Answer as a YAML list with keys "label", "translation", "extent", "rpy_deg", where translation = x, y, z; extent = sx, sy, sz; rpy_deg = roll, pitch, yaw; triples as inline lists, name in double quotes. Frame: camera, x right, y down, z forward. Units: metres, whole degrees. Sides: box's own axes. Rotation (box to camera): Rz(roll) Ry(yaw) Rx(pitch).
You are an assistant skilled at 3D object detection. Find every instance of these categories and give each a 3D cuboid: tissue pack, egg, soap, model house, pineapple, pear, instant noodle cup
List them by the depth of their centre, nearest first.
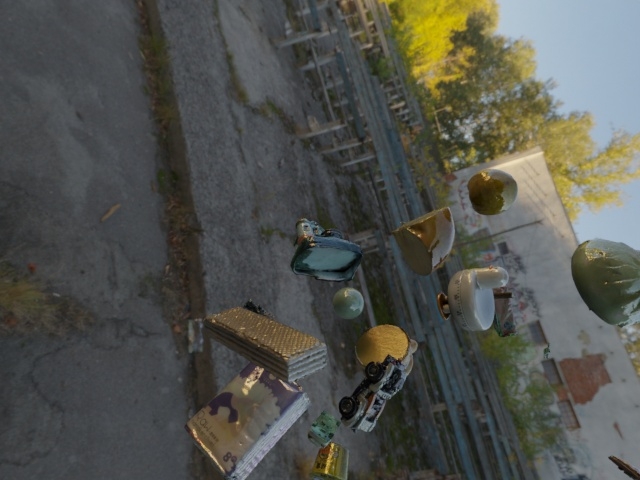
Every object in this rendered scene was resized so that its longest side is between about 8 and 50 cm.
- label: "tissue pack"
  translation: [-0.233, 0.565, 1.361]
  extent: [0.242, 0.343, 0.125]
  rpy_deg: [28, -33, 35]
- label: "model house"
  translation: [0.000, 0.000, 1.621]
  extent: [0.291, 0.253, 0.184]
  rpy_deg: [-110, -145, -47]
- label: "pear"
  translation: [0.741, -0.208, 1.806]
  extent: [0.209, 0.209, 0.209]
  rpy_deg: [-16, 90, -78]
- label: "pineapple"
  translation: [-0.274, 0.335, 1.878]
  extent: [0.198, 0.108, 0.108]
  rpy_deg: [58, 18, -27]
- label: "instant noodle cup"
  translation: [0.052, 1.026, 1.933]
  extent: [0.144, 0.182, 0.182]
  rpy_deg: [-71, 146, -42]
- label: "egg"
  translation: [0.131, 0.295, 1.982]
  extent: [0.192, 0.149, 0.149]
  rpy_deg: [40, 35, -76]
- label: "soap"
  translation: [0.912, 0.330, 2.136]
  extent: [0.218, 0.098, 0.273]
  rpy_deg: [-45, 121, -73]

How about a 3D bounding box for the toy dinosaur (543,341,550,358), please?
- label: "toy dinosaur"
  translation: [0.809, 0.391, 1.504]
  extent: [0.083, 0.021, 0.062]
  rpy_deg: [6, 93, -72]

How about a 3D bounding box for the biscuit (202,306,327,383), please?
- label: "biscuit"
  translation: [-0.171, 0.274, 1.165]
  extent: [0.144, 0.426, 0.078]
  rpy_deg: [-10, 102, -40]

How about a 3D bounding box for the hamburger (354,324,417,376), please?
- label: "hamburger"
  translation: [0.321, 0.538, 2.003]
  extent: [0.303, 0.261, 0.186]
  rpy_deg: [-48, 133, -28]

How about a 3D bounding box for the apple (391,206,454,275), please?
- label: "apple"
  translation: [0.456, -0.011, 1.823]
  extent: [0.309, 0.252, 0.314]
  rpy_deg: [168, -61, -75]

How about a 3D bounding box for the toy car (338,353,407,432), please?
- label: "toy car"
  translation: [0.192, 0.536, 1.480]
  extent: [0.118, 0.301, 0.193]
  rpy_deg: [38, -4, 42]

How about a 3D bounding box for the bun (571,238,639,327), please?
- label: "bun"
  translation: [0.956, 0.119, 1.329]
  extent: [0.187, 0.293, 0.293]
  rpy_deg: [-42, -125, 55]

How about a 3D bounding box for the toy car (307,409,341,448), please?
- label: "toy car"
  translation: [0.012, 0.735, 1.631]
  extent: [0.076, 0.090, 0.224]
  rpy_deg: [-61, 165, 2]

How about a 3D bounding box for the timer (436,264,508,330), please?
- label: "timer"
  translation: [0.581, 0.213, 1.549]
  extent: [0.233, 0.240, 0.233]
  rpy_deg: [17, 68, -48]

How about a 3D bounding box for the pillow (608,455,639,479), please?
- label: "pillow"
  translation: [1.060, 0.786, 1.356]
  extent: [0.126, 0.043, 0.232]
  rpy_deg: [35, 0, -12]

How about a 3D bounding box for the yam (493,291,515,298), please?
- label: "yam"
  translation: [0.803, 0.245, 1.879]
  extent: [0.145, 0.032, 0.032]
  rpy_deg: [-20, -94, 64]
